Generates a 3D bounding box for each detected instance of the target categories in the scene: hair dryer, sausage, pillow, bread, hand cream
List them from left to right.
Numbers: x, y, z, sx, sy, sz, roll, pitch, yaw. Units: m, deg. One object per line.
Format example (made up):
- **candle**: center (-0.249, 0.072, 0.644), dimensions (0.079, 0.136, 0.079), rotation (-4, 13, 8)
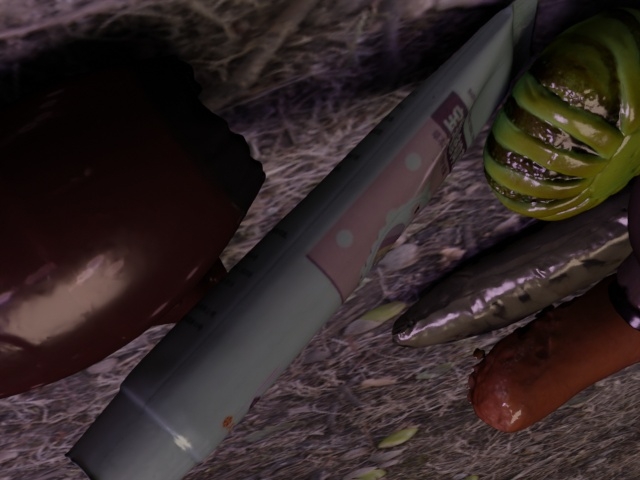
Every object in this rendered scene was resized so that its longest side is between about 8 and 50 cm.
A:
- **hair dryer**: center (-0.146, 0.045, 0.792), dimensions (0.313, 0.123, 0.340), rotation (-36, 166, 6)
- **hand cream**: center (0.000, 0.000, 0.747), dimensions (0.331, 0.058, 0.085), rotation (-49, 160, -13)
- **pillow**: center (0.161, 0.022, 1.065), dimensions (0.241, 0.051, 0.093), rotation (-31, 156, 23)
- **bread**: center (0.151, -0.066, 0.812), dimensions (0.130, 0.071, 0.139), rotation (-25, 154, -29)
- **sausage**: center (0.244, 0.062, 1.142), dimensions (0.327, 0.079, 0.087), rotation (-20, 133, -33)

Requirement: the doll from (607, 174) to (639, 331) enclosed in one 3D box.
- **doll**: center (0.269, -0.044, 0.894), dimensions (0.182, 0.117, 0.257), rotation (-14, 150, -37)
